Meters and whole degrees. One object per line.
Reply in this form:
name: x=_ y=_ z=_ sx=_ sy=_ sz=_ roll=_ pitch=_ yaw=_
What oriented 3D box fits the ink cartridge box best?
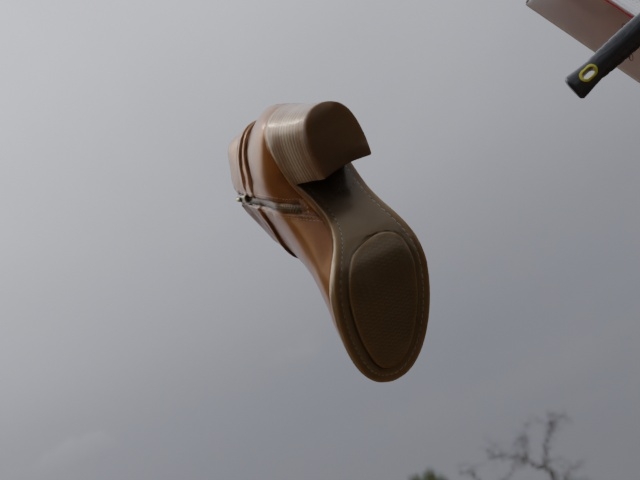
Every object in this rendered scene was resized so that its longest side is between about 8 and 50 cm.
ink cartridge box: x=0.351 y=-0.192 z=1.317 sx=0.066 sy=0.296 sz=0.261 roll=-57 pitch=-9 yaw=20

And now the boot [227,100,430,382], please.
boot: x=0.000 y=0.000 z=0.878 sx=0.073 sy=0.197 sz=0.152 roll=-16 pitch=4 yaw=-26

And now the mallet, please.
mallet: x=0.229 y=-0.170 z=0.816 sx=0.190 sy=0.062 sz=0.039 roll=-35 pitch=-12 yaw=8
